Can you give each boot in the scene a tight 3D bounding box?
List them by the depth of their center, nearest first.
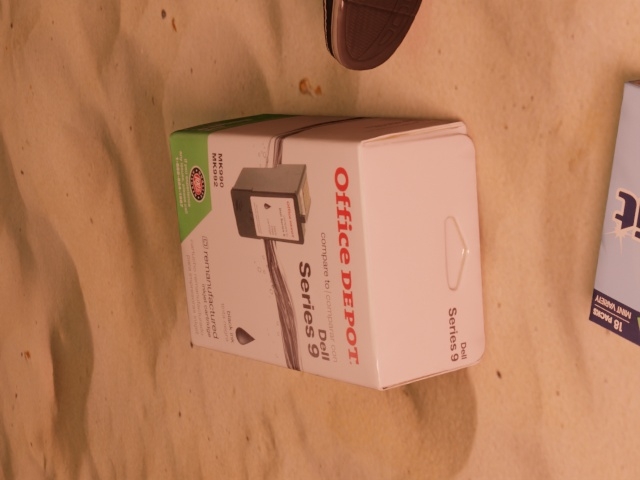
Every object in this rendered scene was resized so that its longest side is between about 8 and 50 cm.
[{"bbox_3d":[0.010,-0.273,1.279,0.179,0.085,0.236,25,112,51],"label":"boot"}]

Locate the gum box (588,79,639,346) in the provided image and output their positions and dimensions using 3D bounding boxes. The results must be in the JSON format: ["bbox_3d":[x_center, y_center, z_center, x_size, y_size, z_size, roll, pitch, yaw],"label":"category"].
[{"bbox_3d":[0.264,-0.002,1.039,0.157,0.041,0.184,30,123,46],"label":"gum box"}]

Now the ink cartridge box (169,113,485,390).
[{"bbox_3d":[0.000,0.000,1.333,0.289,0.122,0.211,7,105,53],"label":"ink cartridge box"}]
